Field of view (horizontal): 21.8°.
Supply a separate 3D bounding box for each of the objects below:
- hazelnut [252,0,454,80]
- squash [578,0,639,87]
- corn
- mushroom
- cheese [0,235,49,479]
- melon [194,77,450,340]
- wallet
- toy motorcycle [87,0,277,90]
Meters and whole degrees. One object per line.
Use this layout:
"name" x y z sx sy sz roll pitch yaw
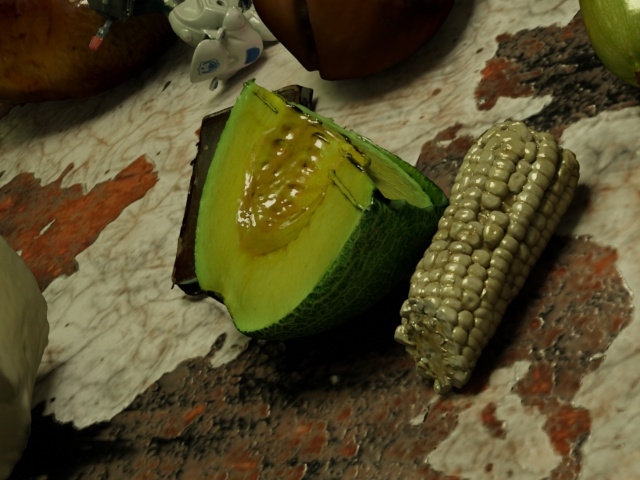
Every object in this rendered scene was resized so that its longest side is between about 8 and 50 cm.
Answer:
"hazelnut" 0.028 -0.235 1.527 0.208 0.208 0.208 -29 34 22
"squash" 0.249 -0.186 1.263 0.123 0.123 0.187 -25 34 26
"corn" 0.115 0.005 1.209 0.087 0.087 0.211 1 51 48
"mushroom" -0.302 -0.277 1.929 0.345 0.260 0.345 -5 49 6
"cheese" -0.413 0.110 1.471 0.332 0.292 0.153 -35 32 25
"melon" 0.000 0.000 1.323 0.169 0.129 0.265 -62 33 11
"wallet" -0.070 -0.049 1.532 0.122 0.031 0.232 -20 40 26
"toy motorcycle" -0.142 -0.239 1.713 0.221 0.102 0.150 20 54 6
